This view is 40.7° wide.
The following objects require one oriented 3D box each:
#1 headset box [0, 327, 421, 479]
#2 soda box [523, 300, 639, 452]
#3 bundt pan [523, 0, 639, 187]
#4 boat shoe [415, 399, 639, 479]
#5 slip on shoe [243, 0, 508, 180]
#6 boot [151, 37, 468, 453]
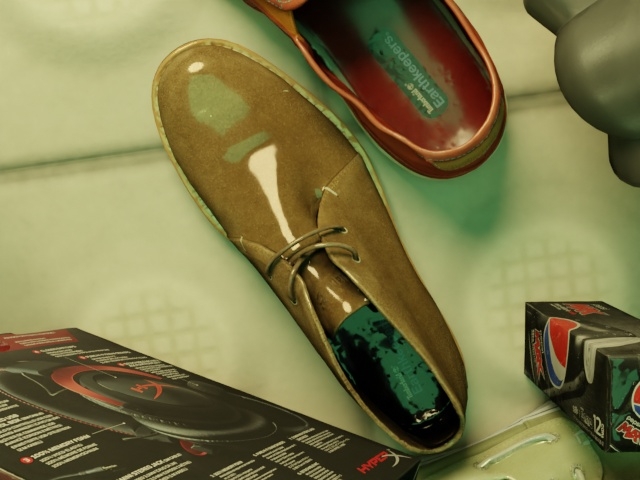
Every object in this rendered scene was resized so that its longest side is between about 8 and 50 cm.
[{"bbox_3d":[-0.122,0.137,0.464,0.293,0.218,0.110,17,96,21],"label":"headset box"},{"bbox_3d":[0.171,0.076,0.523,0.060,0.169,0.053,0,95,-1],"label":"soda box"},{"bbox_3d":[0.236,-0.141,0.469,0.331,0.124,0.331,9,72,-30],"label":"bundt pan"},{"bbox_3d":[0.140,0.175,0.571,0.302,0.094,0.109,-19,97,1],"label":"boat shoe"},{"bbox_3d":[-0.001,-0.172,0.525,0.123,0.101,0.331,-40,95,5],"label":"slip on shoe"},{"bbox_3d":[0.000,0.000,0.540,0.112,0.115,0.305,-36,95,5],"label":"boot"}]
